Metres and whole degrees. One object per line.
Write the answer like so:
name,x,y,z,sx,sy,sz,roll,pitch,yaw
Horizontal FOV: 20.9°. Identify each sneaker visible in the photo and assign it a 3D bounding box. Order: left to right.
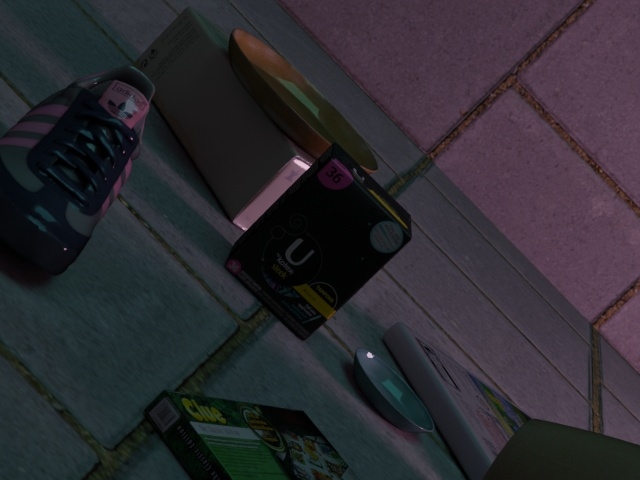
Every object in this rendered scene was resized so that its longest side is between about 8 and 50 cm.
sneaker,-0.204,-0.075,1.431,0.112,0.131,0.319,43,12,-15

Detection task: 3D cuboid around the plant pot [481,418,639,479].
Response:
plant pot,0.289,0.300,1.692,0.274,0.256,0.256,33,7,19

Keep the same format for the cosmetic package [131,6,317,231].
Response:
cosmetic package,-0.088,-0.127,2.079,0.160,0.113,0.309,33,18,-47

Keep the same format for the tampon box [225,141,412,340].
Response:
tampon box,0.000,0.000,1.821,0.120,0.161,0.101,44,12,-8

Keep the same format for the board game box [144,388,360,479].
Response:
board game box,-0.035,0.186,1.391,0.136,0.030,0.259,53,13,22

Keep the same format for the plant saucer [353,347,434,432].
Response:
plant saucer,0.073,0.166,1.857,0.119,0.021,0.119,44,12,-12

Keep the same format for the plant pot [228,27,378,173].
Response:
plant pot,-0.027,-0.155,2.031,0.236,0.032,0.236,43,13,-12

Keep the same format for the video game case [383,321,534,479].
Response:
video game case,0.231,0.264,2.048,0.300,0.036,0.329,36,14,-39
